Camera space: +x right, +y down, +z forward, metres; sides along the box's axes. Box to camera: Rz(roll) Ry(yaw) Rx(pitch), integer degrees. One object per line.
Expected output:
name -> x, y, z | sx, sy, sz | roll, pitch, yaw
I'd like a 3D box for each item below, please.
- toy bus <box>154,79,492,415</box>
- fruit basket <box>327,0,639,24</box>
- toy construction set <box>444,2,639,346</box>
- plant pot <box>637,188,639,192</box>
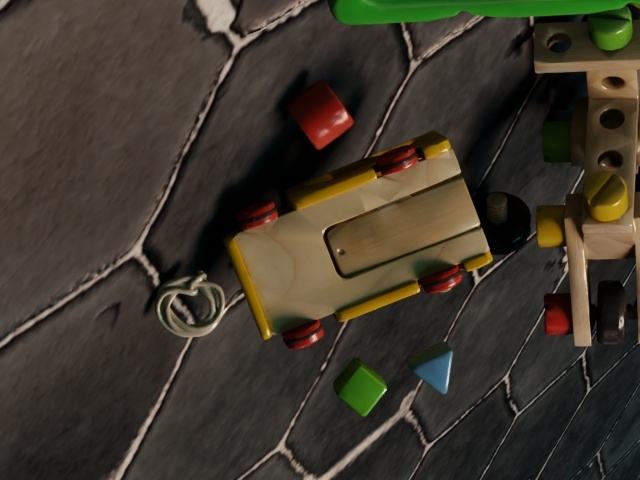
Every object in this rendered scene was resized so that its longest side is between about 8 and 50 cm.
toy bus -> 0.013, 0.001, 1.234 | 0.104, 0.202, 0.191 | -118, -127, -80
fruit basket -> 0.144, -0.295, 0.866 | 0.392, 0.392, 0.283 | -51, 159, -11
toy construction set -> 0.270, -0.056, 1.467 | 0.257, 0.309, 0.237 | -53, 155, -27
plant pot -> 0.535, -0.058, 1.978 | 0.334, 0.341, 0.341 | -44, 157, -8
